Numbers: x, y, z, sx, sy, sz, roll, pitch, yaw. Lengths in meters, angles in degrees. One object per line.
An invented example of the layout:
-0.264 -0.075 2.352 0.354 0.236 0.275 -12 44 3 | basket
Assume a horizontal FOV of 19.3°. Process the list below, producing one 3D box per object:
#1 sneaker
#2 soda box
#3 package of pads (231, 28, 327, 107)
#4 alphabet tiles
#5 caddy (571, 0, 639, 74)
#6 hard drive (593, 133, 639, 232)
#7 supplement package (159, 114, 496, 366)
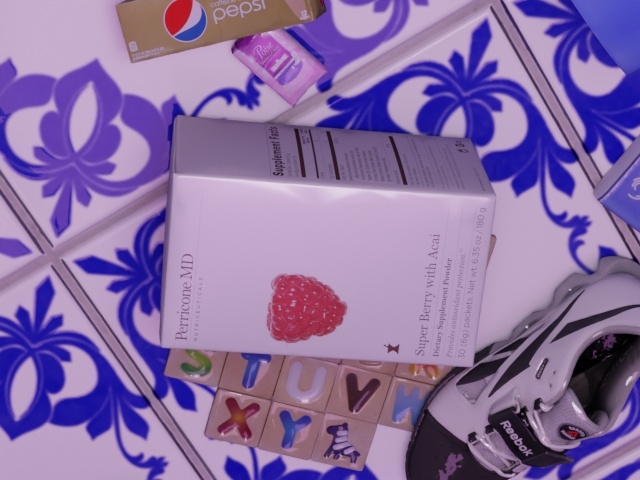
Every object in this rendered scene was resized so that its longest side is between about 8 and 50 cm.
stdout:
0.213 0.165 1.871 0.122 0.146 0.330 36 106 -23 | sneaker
-0.091 -0.214 1.731 0.181 0.061 0.058 -12 102 14 | soda box
-0.039 -0.172 1.788 0.083 0.032 0.050 41 100 -17 | package of pads
0.009 0.066 1.892 0.285 0.011 0.342 14 109 -9 | alphabet tiles
0.264 -0.316 1.649 0.179 0.241 0.341 -32 110 15 | caddy
0.460 -0.033 1.872 0.318 0.040 0.210 35 105 -16 | hard drive
0.000 0.000 1.767 0.293 0.175 0.177 4 111 -5 | supplement package
